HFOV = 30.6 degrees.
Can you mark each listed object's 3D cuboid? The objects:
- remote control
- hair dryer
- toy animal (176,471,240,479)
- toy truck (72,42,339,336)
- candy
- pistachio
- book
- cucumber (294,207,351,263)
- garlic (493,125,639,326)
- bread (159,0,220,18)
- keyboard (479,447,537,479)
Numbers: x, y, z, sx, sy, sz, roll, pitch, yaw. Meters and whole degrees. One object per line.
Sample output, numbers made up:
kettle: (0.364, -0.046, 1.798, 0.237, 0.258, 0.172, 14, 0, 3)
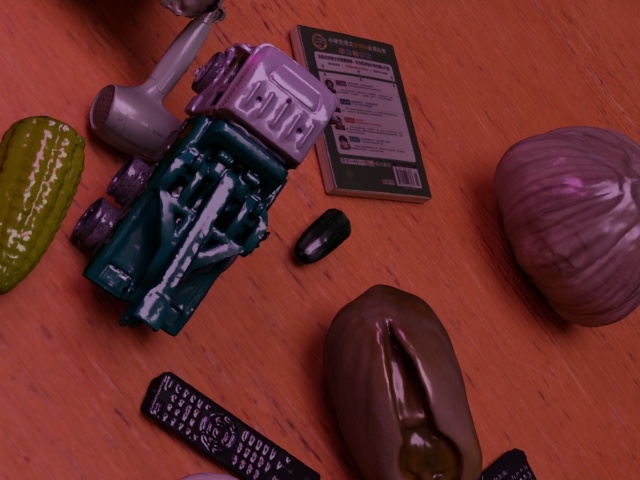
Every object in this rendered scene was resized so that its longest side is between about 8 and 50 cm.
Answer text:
remote control: (-0.100, 0.238, 1.353, 0.245, 0.025, 0.063, 39, 48, -21)
hair dryer: (-0.151, -0.194, 1.444, 0.206, 0.075, 0.237, 27, 87, -35)
toy animal: (-0.106, 0.365, 1.170, 0.272, 0.206, 0.264, 15, 48, -54)
toy truck: (-0.126, -0.054, 1.324, 0.177, 0.178, 0.363, 38, 75, -20)
candy: (-0.320, -0.034, 1.257, 0.097, 0.097, 0.209, 30, 57, -27)
pistachio: (0.098, 0.197, 1.473, 0.166, 0.197, 0.287, -14, 89, -2)
book: (0.061, -0.185, 1.730, 0.202, 0.027, 0.264, 2, 67, -41)
cucumber: (0.000, 0.000, 1.560, 0.048, 0.048, 0.105, 53, 46, -7)
garlic: (0.423, -0.033, 1.812, 0.318, 0.259, 0.317, 19, 55, -29)
bread: (-0.213, -0.475, 1.451, 0.395, 0.239, 0.264, 49, 13, -9)
keyboard: (0.224, 0.373, 1.581, 0.262, 0.016, 0.106, -25, 86, -47)
